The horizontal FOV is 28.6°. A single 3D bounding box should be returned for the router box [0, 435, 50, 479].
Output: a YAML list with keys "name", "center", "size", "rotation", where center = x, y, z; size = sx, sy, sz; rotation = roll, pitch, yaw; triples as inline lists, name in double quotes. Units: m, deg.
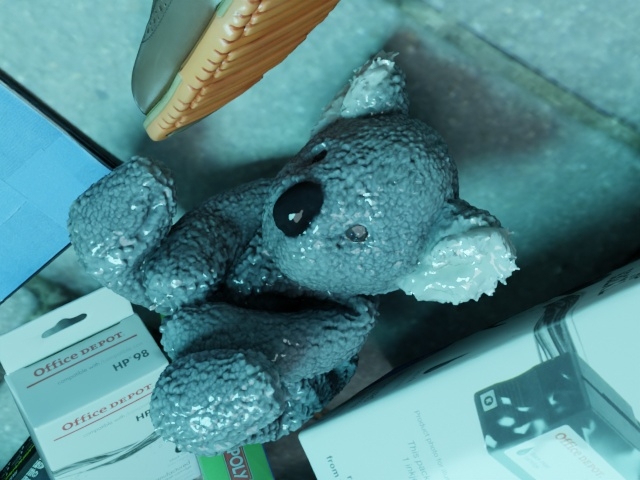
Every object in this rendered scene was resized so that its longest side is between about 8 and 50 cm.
- name: "router box"
  center: [-0.205, 0.196, 1.030]
  size: [0.092, 0.038, 0.122]
  rotation: [28, 124, -22]

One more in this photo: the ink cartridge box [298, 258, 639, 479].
- name: "ink cartridge box"
  center: [0.173, 0.101, 0.820]
  size: [0.307, 0.223, 0.129]
  rotation: [-27, 85, 20]

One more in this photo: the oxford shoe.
- name: "oxford shoe"
  center: [-0.035, -0.202, 0.678]
  size: [0.133, 0.130, 0.363]
  rotation: [43, 131, 8]

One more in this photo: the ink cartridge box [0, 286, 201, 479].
- name: "ink cartridge box"
  center: [-0.158, 0.124, 0.904]
  size: [0.104, 0.060, 0.180]
  rotation: [-26, 139, -16]

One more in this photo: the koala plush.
- name: "koala plush"
  center: [0.000, 0.000, 0.783]
  size: [0.221, 0.196, 0.203]
  rotation: [-41, 154, 22]

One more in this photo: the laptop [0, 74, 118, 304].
- name: "laptop"
  center: [-0.405, 0.032, 0.780]
  size: [0.382, 0.408, 0.236]
  rotation: [39, 153, -27]

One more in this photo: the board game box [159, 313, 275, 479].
- name: "board game box"
  center: [-0.044, 0.214, 0.866]
  size: [0.046, 0.317, 0.213]
  rotation: [-15, 129, -8]
